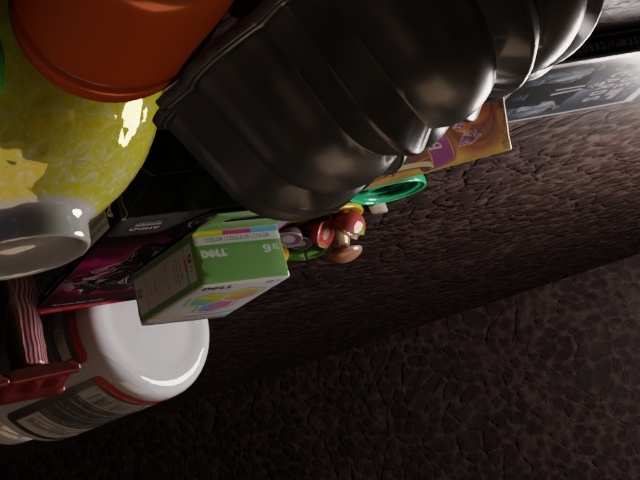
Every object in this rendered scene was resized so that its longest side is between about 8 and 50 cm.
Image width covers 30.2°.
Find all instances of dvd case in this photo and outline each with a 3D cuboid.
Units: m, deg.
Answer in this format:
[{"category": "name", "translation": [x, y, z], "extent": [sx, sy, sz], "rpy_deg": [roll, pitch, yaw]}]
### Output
[{"category": "dvd case", "translation": [0.278, -0.179, 1.305], "extent": [0.239, 0.029, 0.179], "rpy_deg": [-11, 167, -16]}]

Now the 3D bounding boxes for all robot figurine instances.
[{"category": "robot figurine", "translation": [-0.112, -0.160, 0.700], "extent": [0.158, 0.128, 0.219], "rpy_deg": [-44, -177, -29]}]

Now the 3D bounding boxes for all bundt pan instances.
[{"category": "bundt pan", "translation": [0.054, -0.122, 0.815], "extent": [0.331, 0.124, 0.331], "rpy_deg": [-33, 180, 0]}]

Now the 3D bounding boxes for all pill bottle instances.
[{"category": "pill bottle", "translation": [-0.342, 0.159, 1.644], "extent": [0.363, 0.210, 0.210], "rpy_deg": [-24, 164, 39]}]

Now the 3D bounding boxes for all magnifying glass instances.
[{"category": "magnifying glass", "translation": [0.041, -0.068, 1.536], "extent": [0.231, 0.026, 0.092], "rpy_deg": [-7, 166, -40]}]

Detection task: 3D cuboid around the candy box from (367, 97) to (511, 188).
[{"category": "candy box", "translation": [0.087, -0.119, 1.169], "extent": [0.187, 0.053, 0.109], "rpy_deg": [-15, 129, 2]}]

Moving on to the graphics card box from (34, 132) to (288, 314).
[{"category": "graphics card box", "translation": [-0.182, -0.016, 1.333], "extent": [0.233, 0.094, 0.371], "rpy_deg": [-7, 164, -31]}]

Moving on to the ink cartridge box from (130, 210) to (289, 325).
[{"category": "ink cartridge box", "translation": [-0.107, 0.030, 1.262], "extent": [0.109, 0.062, 0.209], "rpy_deg": [-5, 164, -36]}]

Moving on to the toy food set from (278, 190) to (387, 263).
[{"category": "toy food set", "translation": [0.000, 0.000, 1.665], "extent": [0.218, 0.071, 0.128], "rpy_deg": [-15, 168, -3]}]

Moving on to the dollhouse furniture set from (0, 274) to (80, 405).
[{"category": "dollhouse furniture set", "translation": [-0.406, 0.111, 1.375], "extent": [0.152, 0.201, 0.374], "rpy_deg": [-9, 166, -25]}]

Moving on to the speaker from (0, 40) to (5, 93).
[{"category": "speaker", "translation": [-0.289, -0.128, 0.634], "extent": [0.131, 0.131, 0.296], "rpy_deg": [-17, 167, 11]}]

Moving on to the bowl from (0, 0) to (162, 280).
[{"category": "bowl", "translation": [-0.252, -0.057, 0.925], "extent": [0.290, 0.156, 0.289], "rpy_deg": [-14, 168, -3]}]

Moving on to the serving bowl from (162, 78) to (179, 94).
[{"category": "serving bowl", "translation": [-0.123, -0.129, 1.054], "extent": [0.083, 0.027, 0.083], "rpy_deg": [-14, 167, -3]}]
